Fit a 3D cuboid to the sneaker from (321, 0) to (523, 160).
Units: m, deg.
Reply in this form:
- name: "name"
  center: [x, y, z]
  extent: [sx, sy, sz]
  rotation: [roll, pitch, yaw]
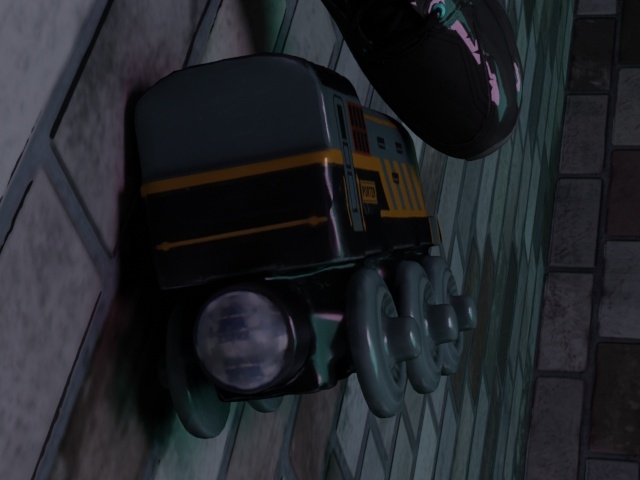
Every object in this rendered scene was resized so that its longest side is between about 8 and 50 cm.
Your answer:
- name: "sneaker"
  center: [0.023, -0.160, 0.778]
  extent: [0.267, 0.101, 0.106]
  rotation: [59, 31, 2]

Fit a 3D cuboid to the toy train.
- name: "toy train"
  center: [0.000, 0.000, 0.752]
  extent: [0.334, 0.142, 0.190]
  rotation: [-6, 88, -74]
